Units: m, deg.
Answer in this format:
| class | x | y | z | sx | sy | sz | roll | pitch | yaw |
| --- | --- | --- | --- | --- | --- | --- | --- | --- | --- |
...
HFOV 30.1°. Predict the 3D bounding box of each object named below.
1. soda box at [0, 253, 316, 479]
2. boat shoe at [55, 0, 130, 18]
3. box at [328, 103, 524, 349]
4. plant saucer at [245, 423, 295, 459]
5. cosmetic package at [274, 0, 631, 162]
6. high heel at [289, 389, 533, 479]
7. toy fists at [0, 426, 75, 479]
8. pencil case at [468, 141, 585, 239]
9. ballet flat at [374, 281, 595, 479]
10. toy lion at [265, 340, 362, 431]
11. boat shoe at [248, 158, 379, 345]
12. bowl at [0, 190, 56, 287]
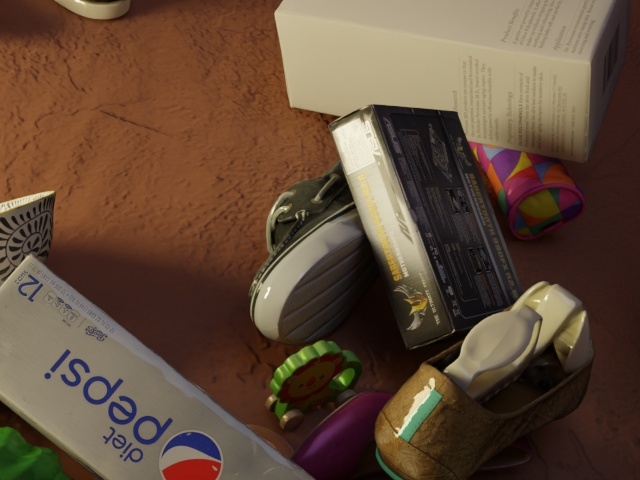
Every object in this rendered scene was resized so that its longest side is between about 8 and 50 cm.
| class | x | y | z | sx | sy | sz | roll | pitch | yaw |
| --- | --- | --- | --- | --- | --- | --- | --- | --- | --- |
| soda box | -0.144 | 0.142 | 0.921 | 0.286 | 0.091 | 0.098 | 38 | 73 | 0 |
| boat shoe | -0.368 | -0.390 | 1.471 | 0.324 | 0.096 | 0.116 | 31 | 42 | 12 |
| box | 0.111 | -0.018 | 1.176 | 0.183 | 0.056 | 0.231 | -6 | 75 | -58 |
| plant saucer | -0.058 | 0.192 | 1.030 | 0.083 | 0.013 | 0.083 | 11 | 42 | -10 |
| cosmetic package | 0.154 | -0.236 | 1.374 | 0.365 | 0.155 | 0.197 | 13 | 51 | 22 |
| high heel | 0.081 | 0.190 | 1.046 | 0.244 | 0.082 | 0.117 | -13 | 47 | -46 |
| toy fists | -0.293 | 0.167 | 0.875 | 0.279 | 0.096 | 0.142 | 28 | 13 | 10 |
| pencil case | 0.231 | -0.107 | 1.416 | 0.104 | 0.104 | 0.236 | 4 | 44 | -19 |
| ballet flat | 0.167 | 0.103 | 1.036 | 0.116 | 0.124 | 0.342 | 37 | 31 | 25 |
| toy lion | -0.003 | 0.123 | 1.065 | 0.100 | 0.096 | 0.034 | -14 | 52 | -35 |
| boat shoe | 0.000 | 0.000 | 1.205 | 0.119 | 0.121 | 0.335 | 25 | 29 | 16 |
| bowl | -0.303 | 0.019 | 1.044 | 0.170 | 0.170 | 0.080 | -23 | 101 | -39 |
